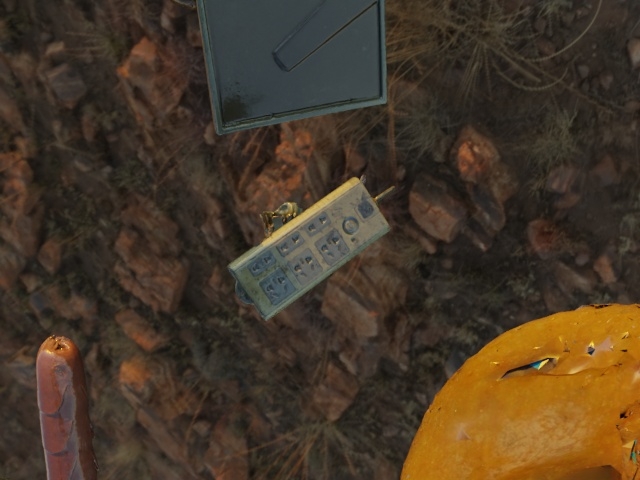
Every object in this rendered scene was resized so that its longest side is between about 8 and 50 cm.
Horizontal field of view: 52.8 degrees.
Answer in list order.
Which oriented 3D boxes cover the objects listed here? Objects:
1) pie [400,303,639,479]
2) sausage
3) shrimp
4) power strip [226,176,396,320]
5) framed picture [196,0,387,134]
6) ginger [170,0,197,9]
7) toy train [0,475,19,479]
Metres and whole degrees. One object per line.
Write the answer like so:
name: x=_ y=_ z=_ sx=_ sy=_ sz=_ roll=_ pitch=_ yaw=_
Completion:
pie: x=0.131 y=0.130 z=0.348 sx=0.069 sy=0.273 sz=0.273 roll=49 pitch=133 yaw=-11
sausage: x=-0.418 y=0.371 z=1.083 sx=0.088 sy=0.088 sz=0.433 roll=2 pitch=102 yaw=32
shrimp: x=0.001 y=-0.005 z=1.202 sx=0.068 sy=0.287 sz=0.185 roll=26 pitch=122 yaw=35
power strip: x=0.000 y=0.000 z=0.880 sx=0.092 sy=0.268 sz=0.034 roll=57 pitch=165 yaw=-9
framed picture: x=-0.036 y=-0.318 z=1.075 sx=0.020 sy=0.324 sz=0.240 roll=-133 pitch=32 yaw=-56
ginger: x=-0.205 y=-0.437 z=1.067 sx=0.103 sy=0.162 sz=0.073 roll=-35 pitch=139 yaw=27
toy train: x=-0.298 y=0.254 z=0.518 sx=0.202 sy=0.131 sz=0.299 roll=14 pitch=163 yaw=-2
